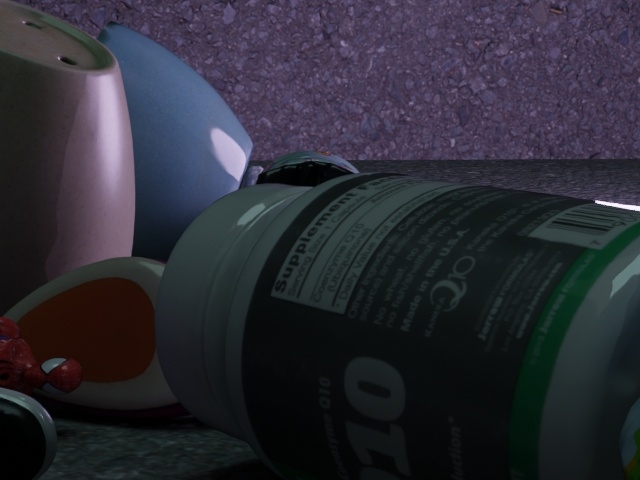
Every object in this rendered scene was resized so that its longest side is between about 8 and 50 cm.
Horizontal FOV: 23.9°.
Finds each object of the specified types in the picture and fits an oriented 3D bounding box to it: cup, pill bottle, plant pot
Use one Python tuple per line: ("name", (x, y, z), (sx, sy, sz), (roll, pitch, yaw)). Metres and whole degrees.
("cup", (-0.297, -0.080, 1.346), (0.331, 0.237, 0.331), (22, 18, -8))
("pill bottle", (0.074, 0.068, 0.874), (0.204, 0.204, 0.361), (-6, 11, -39))
("plant pot", (-0.188, -0.076, 1.697), (0.195, 0.290, 0.290), (19, 8, -3))

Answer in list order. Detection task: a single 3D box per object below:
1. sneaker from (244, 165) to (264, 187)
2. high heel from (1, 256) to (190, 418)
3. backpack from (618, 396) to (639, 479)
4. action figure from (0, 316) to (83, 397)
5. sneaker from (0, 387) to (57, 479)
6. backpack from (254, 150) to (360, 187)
("sneaker", (0.000, 0.000, 1.709), (0.180, 0.124, 0.321), (6, 15, -9))
("high heel", (-0.059, 0.094, 1.173), (0.377, 0.127, 0.181), (-1, -21, 13))
("backpack", (0.290, 0.080, 0.642), (0.356, 0.290, 0.273), (-18, -27, -29))
("action figure", (-0.306, 0.096, 1.032), (0.280, 0.091, 0.139), (0, 2, -3))
("sneaker", (-0.265, 0.136, 0.843), (0.217, 0.079, 0.121), (-6, 10, 12))
("backpack", (-0.014, 0.014, 1.306), (0.152, 0.182, 0.115), (0, 8, -4))
